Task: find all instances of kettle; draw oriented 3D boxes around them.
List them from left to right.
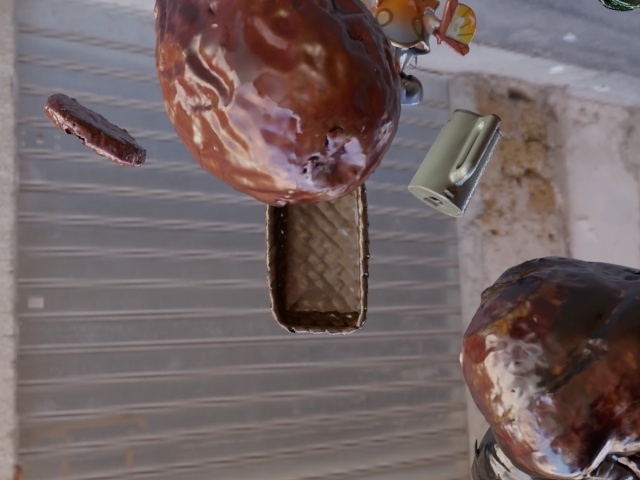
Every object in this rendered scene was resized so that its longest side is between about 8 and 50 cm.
[{"bbox_3d":[0.211,-0.126,1.390,0.098,0.148,0.127,27,173,22],"label":"kettle"}]

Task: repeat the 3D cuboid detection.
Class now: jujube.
[{"bbox_3d":[-0.047,-0.152,0.769,0.197,0.290,0.197,-20,140,-17],"label":"jujube"}]

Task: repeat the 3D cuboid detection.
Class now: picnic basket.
[{"bbox_3d":[0.000,0.000,0.932,0.110,0.193,0.055,1,-174,11],"label":"picnic basket"}]

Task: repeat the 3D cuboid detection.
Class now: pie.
[{"bbox_3d":[-0.303,-0.147,1.199,0.154,0.036,0.154,33,-174,-4],"label":"pie"}]

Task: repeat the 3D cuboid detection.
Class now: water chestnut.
[{"bbox_3d":[0.291,0.146,0.995,0.289,0.244,0.289,4,-169,-1],"label":"water chestnut"}]

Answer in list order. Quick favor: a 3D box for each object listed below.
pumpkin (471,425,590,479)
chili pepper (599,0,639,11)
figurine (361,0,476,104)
[{"bbox_3d":[0.437,0.415,1.627,0.296,0.295,0.296,-2,173,0],"label":"pumpkin"},{"bbox_3d":[0.480,-0.418,1.479,0.118,0.055,0.035,41,179,7],"label":"chili pepper"},{"bbox_3d":[0.145,-0.458,1.568,0.277,0.388,0.248,5,-154,-16],"label":"figurine"}]
